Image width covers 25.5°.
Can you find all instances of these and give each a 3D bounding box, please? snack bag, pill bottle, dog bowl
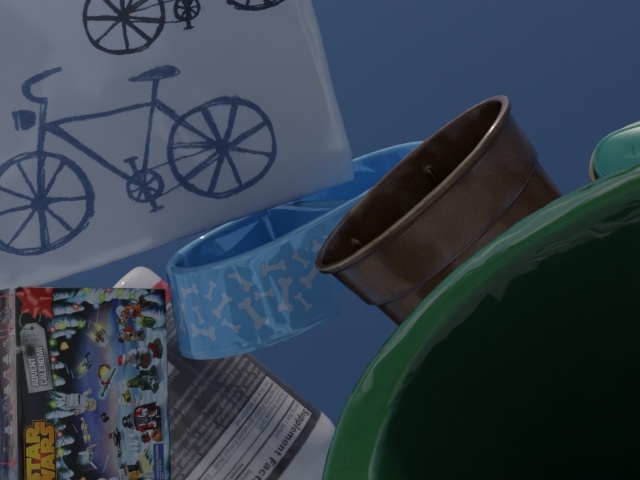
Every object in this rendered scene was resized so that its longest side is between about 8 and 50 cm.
[{"bbox_3d":[-0.158,-0.147,1.089,0.037,0.323,0.342,-128,-159,-62],"label":"snack bag"},{"bbox_3d":[-0.097,0.186,1.271,0.318,0.176,0.176,40,-61,-2],"label":"pill bottle"},{"bbox_3d":[0.000,0.000,1.180,0.166,0.297,0.074,1,-64,57],"label":"dog bowl"}]

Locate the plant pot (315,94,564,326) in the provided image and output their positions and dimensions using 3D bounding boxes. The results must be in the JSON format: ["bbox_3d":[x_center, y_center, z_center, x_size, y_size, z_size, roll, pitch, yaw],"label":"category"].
[{"bbox_3d":[0.112,0.019,0.938,0.167,0.167,0.165,-37,-78,32],"label":"plant pot"}]

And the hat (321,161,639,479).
[{"bbox_3d":[0.112,0.096,0.372,0.208,0.173,0.183,-13,-56,40],"label":"hat"}]

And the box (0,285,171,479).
[{"bbox_3d":[-0.129,0.094,0.782,0.027,0.094,0.137,-12,-101,54],"label":"box"}]

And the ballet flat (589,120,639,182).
[{"bbox_3d":[0.294,-0.060,0.894,0.248,0.086,0.086,-12,-91,35],"label":"ballet flat"}]
